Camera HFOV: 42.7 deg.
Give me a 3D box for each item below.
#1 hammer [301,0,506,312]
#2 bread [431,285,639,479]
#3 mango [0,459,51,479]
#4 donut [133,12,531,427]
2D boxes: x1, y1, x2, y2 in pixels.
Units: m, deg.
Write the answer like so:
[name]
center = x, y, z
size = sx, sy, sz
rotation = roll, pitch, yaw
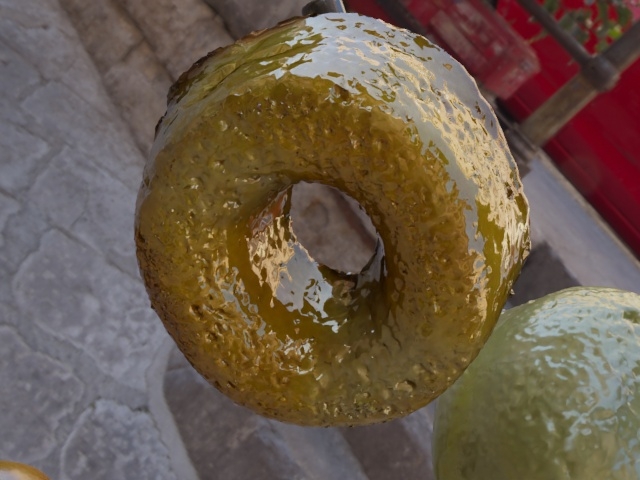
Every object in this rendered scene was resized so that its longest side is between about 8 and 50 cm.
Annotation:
[hammer]
center = 0.076, -0.067, 0.935
size = 0.044, 0.168, 0.439
rotation = 169, -99, -80
[bread]
center = 0.246, 0.199, 0.736
size = 0.321, 0.237, 0.320
rotation = 32, 43, -35
[mango]
center = -0.348, 0.338, 0.807
size = 0.139, 0.254, 0.175
rotation = 29, -1, -34
[donut]
center = 0.002, 0.002, 0.529
size = 0.277, 0.277, 0.108
rotation = 42, 26, -10
